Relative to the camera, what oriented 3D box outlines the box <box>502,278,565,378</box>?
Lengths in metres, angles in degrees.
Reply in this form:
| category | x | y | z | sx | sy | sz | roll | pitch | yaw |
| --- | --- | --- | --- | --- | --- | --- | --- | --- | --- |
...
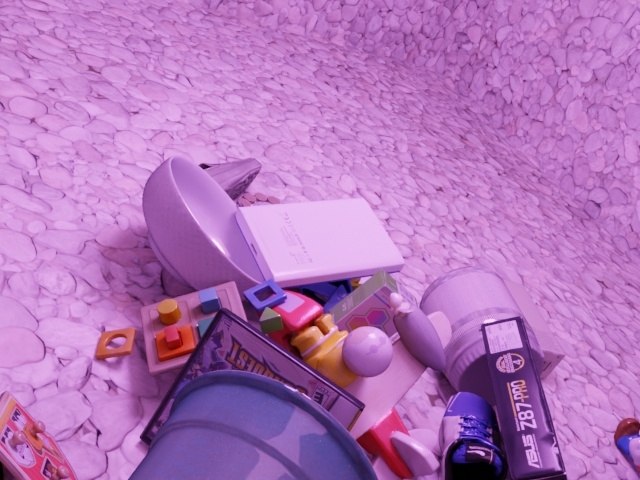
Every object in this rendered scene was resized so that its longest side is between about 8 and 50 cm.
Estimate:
| category | x | y | z | sx | sy | sz | roll | pitch | yaw |
| --- | --- | --- | --- | --- | --- | --- | --- | --- | --- |
| box | 0.520 | 0.225 | 1.900 | 0.113 | 0.094 | 0.275 | 16 | 32 | -22 |

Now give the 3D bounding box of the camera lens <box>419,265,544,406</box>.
| category | x | y | z | sx | sy | sz | roll | pitch | yaw |
| --- | --- | --- | --- | --- | --- | --- | --- | --- | --- |
| camera lens | 0.360 | 0.211 | 1.660 | 0.219 | 0.219 | 0.274 | 14 | 33 | -24 |

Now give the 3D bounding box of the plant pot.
| category | x | y | z | sx | sy | sz | roll | pitch | yaw |
| --- | --- | --- | --- | --- | --- | --- | --- | --- | --- |
| plant pot | -0.140 | 0.396 | 0.882 | 0.341 | 0.341 | 0.334 | 33 | 38 | 8 |

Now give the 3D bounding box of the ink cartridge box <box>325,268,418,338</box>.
| category | x | y | z | sx | sy | sz | roll | pitch | yaw |
| --- | --- | --- | --- | --- | --- | --- | --- | --- | --- |
| ink cartridge box | 0.089 | 0.164 | 1.487 | 0.109 | 0.209 | 0.062 | 41 | 22 | -23 |

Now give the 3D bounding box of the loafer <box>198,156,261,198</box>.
| category | x | y | z | sx | sy | sz | roll | pitch | yaw |
| --- | --- | --- | --- | --- | --- | --- | --- | --- | --- |
| loafer | -0.258 | -0.155 | 1.812 | 0.111 | 0.112 | 0.319 | 43 | 32 | 7 |

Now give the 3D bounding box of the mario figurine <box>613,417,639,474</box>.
| category | x | y | z | sx | sy | sz | roll | pitch | yaw |
| --- | --- | --- | --- | --- | --- | --- | --- | --- | --- |
| mario figurine | 0.803 | 0.516 | 1.607 | 0.198 | 0.170 | 0.320 | -15 | 31 | -4 |

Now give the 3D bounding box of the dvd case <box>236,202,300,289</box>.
| category | x | y | z | sx | sy | sz | roll | pitch | yaw |
| --- | --- | --- | --- | --- | --- | --- | --- | --- | --- |
| dvd case | -0.104 | 0.024 | 1.651 | 0.221 | 0.018 | 0.164 | 44 | 12 | -46 |

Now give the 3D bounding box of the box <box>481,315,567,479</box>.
| category | x | y | z | sx | sy | sz | roll | pitch | yaw |
| --- | --- | --- | --- | --- | --- | --- | --- | --- | --- |
| box | 0.392 | 0.385 | 1.348 | 0.097 | 0.318 | 0.395 | -15 | 31 | 12 |

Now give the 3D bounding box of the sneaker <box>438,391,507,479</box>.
| category | x | y | z | sx | sy | sz | roll | pitch | yaw |
| --- | --- | --- | --- | --- | --- | --- | --- | --- | --- |
| sneaker | 0.275 | 0.387 | 1.284 | 0.127 | 0.182 | 0.315 | 18 | 43 | 7 |

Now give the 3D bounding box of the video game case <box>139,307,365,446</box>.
| category | x | y | z | sx | sy | sz | roll | pitch | yaw |
| --- | --- | --- | --- | --- | --- | --- | --- | --- | --- |
| video game case | -0.110 | 0.282 | 1.127 | 0.275 | 0.248 | 0.035 | 33 | 3 | 13 |

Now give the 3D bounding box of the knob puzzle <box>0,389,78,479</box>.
| category | x | y | z | sx | sy | sz | roll | pitch | yaw |
| --- | --- | --- | --- | --- | --- | --- | --- | --- | --- |
| knob puzzle | -0.373 | 0.298 | 0.989 | 0.213 | 0.030 | 0.213 | 51 | -8 | 11 |

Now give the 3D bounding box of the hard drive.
| category | x | y | z | sx | sy | sz | roll | pitch | yaw |
| --- | --- | --- | --- | --- | --- | --- | --- | --- | --- |
| hard drive | 0.000 | 0.000 | 1.559 | 0.319 | 0.040 | 0.210 | -6 | 50 | -31 |

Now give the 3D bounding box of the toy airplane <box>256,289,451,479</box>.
| category | x | y | z | sx | sy | sz | roll | pitch | yaw |
| --- | --- | --- | --- | --- | --- | --- | --- | --- | --- |
| toy airplane | 0.069 | 0.262 | 1.280 | 0.384 | 0.272 | 0.386 | 10 | 51 | -11 |

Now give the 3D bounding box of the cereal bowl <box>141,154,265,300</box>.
| category | x | y | z | sx | sy | sz | roll | pitch | yaw |
| --- | --- | --- | --- | --- | --- | --- | --- | --- | --- |
| cereal bowl | -0.250 | -0.003 | 1.497 | 0.339 | 0.141 | 0.339 | 51 | 10 | -12 |

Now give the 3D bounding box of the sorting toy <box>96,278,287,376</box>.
| category | x | y | z | sx | sy | sz | roll | pitch | yaw |
| --- | --- | --- | --- | --- | --- | --- | --- | --- | --- |
| sorting toy | -0.225 | 0.141 | 1.270 | 0.348 | 0.047 | 0.196 | -16 | 36 | -9 |

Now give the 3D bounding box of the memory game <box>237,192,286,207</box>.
| category | x | y | z | sx | sy | sz | roll | pitch | yaw |
| --- | --- | --- | --- | --- | --- | --- | --- | --- | --- |
| memory game | -0.131 | -0.066 | 1.881 | 0.186 | 0.012 | 0.186 | 21 | 31 | -13 |

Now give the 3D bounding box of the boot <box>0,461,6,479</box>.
| category | x | y | z | sx | sy | sz | roll | pitch | yaw |
| --- | --- | --- | --- | --- | --- | --- | --- | --- | --- |
| boot | -0.474 | 0.247 | 0.985 | 0.077 | 0.137 | 0.198 | -8 | 47 | -46 |

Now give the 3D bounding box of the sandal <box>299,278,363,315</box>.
| category | x | y | z | sx | sy | sz | roll | pitch | yaw |
| --- | --- | --- | --- | --- | --- | --- | --- | --- | --- |
| sandal | 0.015 | 0.092 | 1.619 | 0.138 | 0.126 | 0.317 | -10 | 55 | -20 |
